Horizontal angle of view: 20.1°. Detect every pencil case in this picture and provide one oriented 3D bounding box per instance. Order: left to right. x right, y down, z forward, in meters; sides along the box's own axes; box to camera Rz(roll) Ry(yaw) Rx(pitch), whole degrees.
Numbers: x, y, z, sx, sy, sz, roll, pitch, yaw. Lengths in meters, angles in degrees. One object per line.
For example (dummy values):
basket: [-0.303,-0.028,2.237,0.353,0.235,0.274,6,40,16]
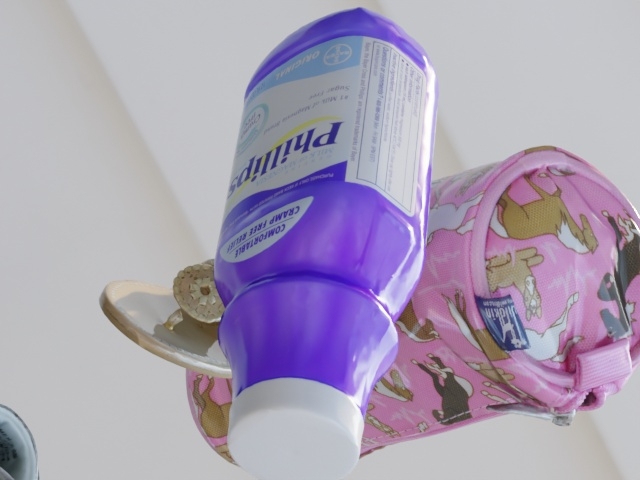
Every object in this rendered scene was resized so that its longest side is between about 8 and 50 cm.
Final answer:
pencil case: [0.056,0.064,1.263,0.386,0.160,0.167,-22,-147,53]

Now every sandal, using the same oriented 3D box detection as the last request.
sandal: [-0.040,0.034,1.095,0.079,0.088,0.240,-53,150,9]

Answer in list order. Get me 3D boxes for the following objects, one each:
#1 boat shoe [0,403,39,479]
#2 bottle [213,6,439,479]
boat shoe: [-0.193,0.137,0.921,0.119,0.121,0.335,-39,-156,-11]
bottle: [0.000,0.000,0.977,0.118,0.092,0.282,-29,-144,34]
